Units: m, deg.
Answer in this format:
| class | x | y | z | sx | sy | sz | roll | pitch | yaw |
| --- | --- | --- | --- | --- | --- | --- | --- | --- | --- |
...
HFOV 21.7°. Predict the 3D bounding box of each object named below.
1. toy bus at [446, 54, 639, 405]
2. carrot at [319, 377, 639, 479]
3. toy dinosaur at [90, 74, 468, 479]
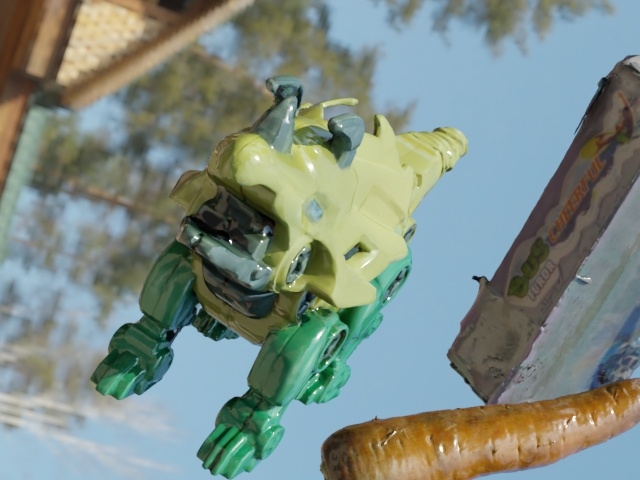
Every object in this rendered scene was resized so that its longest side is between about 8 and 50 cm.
| class | x | y | z | sx | sy | sz | roll | pitch | yaw |
| --- | --- | --- | --- | --- | --- | --- | --- | --- | --- |
| toy bus | 0.219 | 0.009 | 1.301 | 0.112 | 0.138 | 0.317 | 51 | -56 | 40 |
| carrot | 0.093 | 0.105 | 0.887 | 0.047 | 0.191 | 0.047 | 170 | -90 | -80 |
| toy dinosaur | 0.000 | 0.000 | 0.701 | 0.153 | 0.094 | 0.259 | -60 | 163 | 19 |
